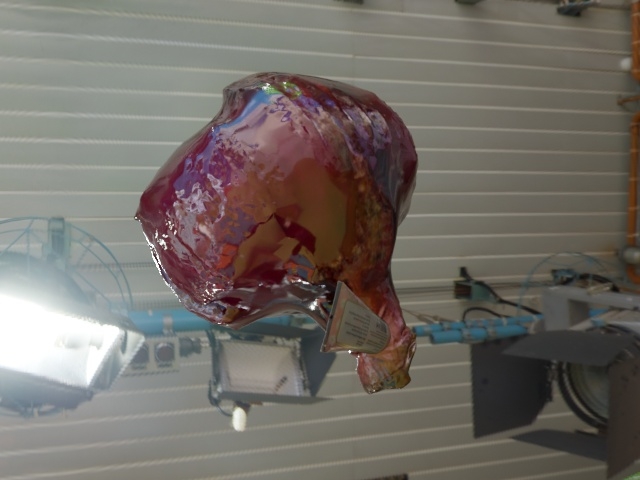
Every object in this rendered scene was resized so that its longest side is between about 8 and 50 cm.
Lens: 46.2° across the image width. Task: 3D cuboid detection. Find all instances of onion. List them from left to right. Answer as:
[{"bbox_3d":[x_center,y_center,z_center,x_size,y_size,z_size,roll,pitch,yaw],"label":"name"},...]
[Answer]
[{"bbox_3d":[0.000,0.000,0.977,0.398,0.398,0.420,-37,-115,-14],"label":"onion"}]

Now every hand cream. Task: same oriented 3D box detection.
[{"bbox_3d":[0.036,0.091,0.776,0.043,0.210,0.067,14,-99,19],"label":"hand cream"}]

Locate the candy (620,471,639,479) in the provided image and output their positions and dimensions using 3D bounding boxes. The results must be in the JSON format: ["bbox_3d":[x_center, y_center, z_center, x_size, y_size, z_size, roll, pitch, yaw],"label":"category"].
[{"bbox_3d":[0.314,0.354,0.917,0.097,0.194,0.062,-2,-123,-41],"label":"candy"}]
